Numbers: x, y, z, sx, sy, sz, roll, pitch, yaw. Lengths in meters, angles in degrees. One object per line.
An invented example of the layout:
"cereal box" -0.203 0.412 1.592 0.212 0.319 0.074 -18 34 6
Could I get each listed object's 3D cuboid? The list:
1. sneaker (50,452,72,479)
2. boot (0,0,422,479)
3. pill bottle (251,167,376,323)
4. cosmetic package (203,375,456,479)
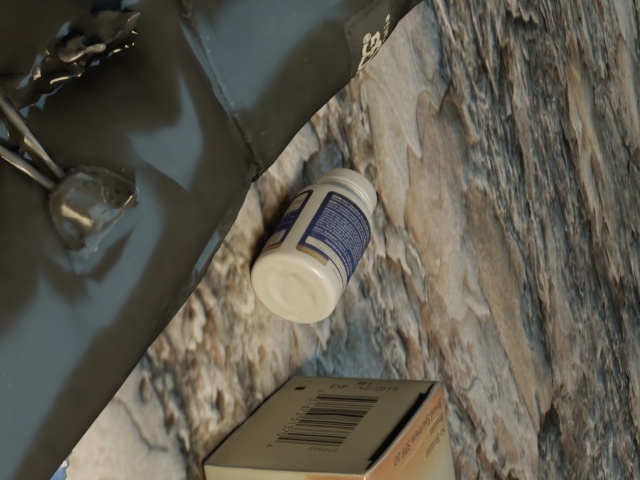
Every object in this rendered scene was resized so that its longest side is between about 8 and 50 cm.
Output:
"sneaker" -0.167 0.116 0.606 0.082 0.069 0.209 11 88 -29
"boot" -0.207 -0.056 0.397 0.445 0.367 0.146 -53 174 -20
"pill bottle" 0.000 0.000 0.917 0.120 0.067 0.067 -60 140 -45
"cosmetic package" 0.028 0.263 0.897 0.153 0.129 0.296 -41 126 -58
